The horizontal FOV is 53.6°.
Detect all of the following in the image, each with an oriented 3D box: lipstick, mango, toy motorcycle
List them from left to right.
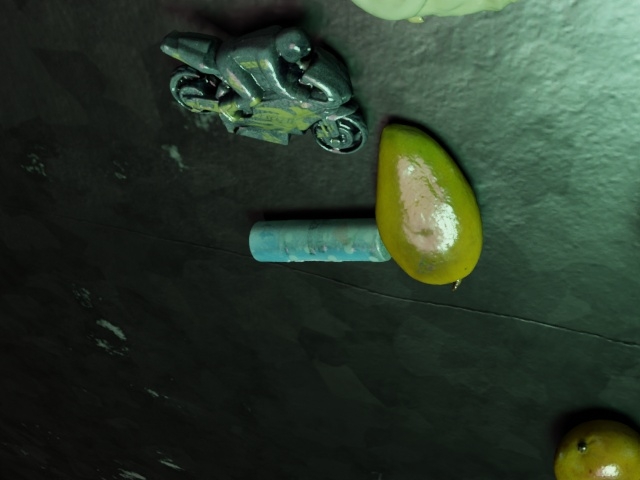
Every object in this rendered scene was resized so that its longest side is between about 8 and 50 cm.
[{"bbox_3d":[-0.045,-0.139,0.555,0.194,0.061,0.124,17,146,1],"label":"toy motorcycle"},{"bbox_3d":[0.000,0.000,0.693,0.158,0.048,0.048,-1,134,27],"label":"lipstick"},{"bbox_3d":[0.101,-0.026,0.606,0.101,0.066,0.187,-3,124,28],"label":"mango"},{"bbox_3d":[0.349,0.286,0.797,0.115,0.089,0.165,10,142,4],"label":"mango"}]

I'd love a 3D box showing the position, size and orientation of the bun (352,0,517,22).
[{"bbox_3d":[0.061,-0.228,0.344,0.230,0.145,0.229,16,137,15],"label":"bun"}]
